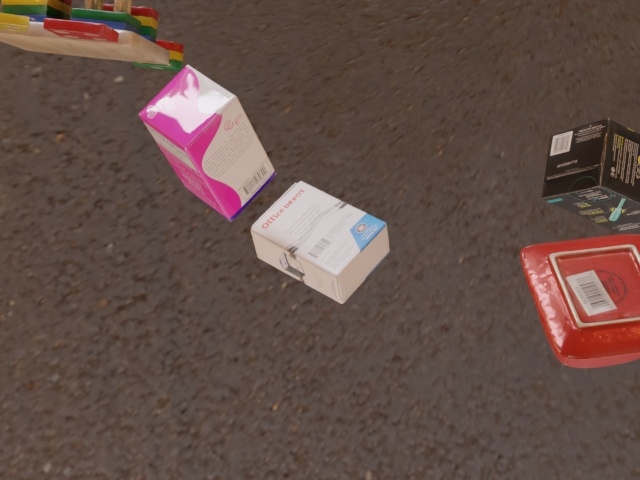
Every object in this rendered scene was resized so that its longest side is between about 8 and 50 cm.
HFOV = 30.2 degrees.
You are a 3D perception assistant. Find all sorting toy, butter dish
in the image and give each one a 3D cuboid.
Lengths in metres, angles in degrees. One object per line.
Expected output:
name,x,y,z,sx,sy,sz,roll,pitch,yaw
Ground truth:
sorting toy,-0.204,-0.182,0.983,0.132,0.274,0.046,6,93,6
butter dish,0.307,0.085,1.327,0.160,0.160,0.118,-6,141,-11

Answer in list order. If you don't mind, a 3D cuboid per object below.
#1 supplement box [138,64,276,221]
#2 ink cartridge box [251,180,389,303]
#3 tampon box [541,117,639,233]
supplement box,-0.168,-0.145,1.802,0.114,0.220,0.111,36,76,27
ink cartridge box,0.000,0.000,2.004,0.191,0.139,0.082,27,149,30
tampon box,0.413,-0.087,1.662,0.161,0.120,0.101,20,72,-29
